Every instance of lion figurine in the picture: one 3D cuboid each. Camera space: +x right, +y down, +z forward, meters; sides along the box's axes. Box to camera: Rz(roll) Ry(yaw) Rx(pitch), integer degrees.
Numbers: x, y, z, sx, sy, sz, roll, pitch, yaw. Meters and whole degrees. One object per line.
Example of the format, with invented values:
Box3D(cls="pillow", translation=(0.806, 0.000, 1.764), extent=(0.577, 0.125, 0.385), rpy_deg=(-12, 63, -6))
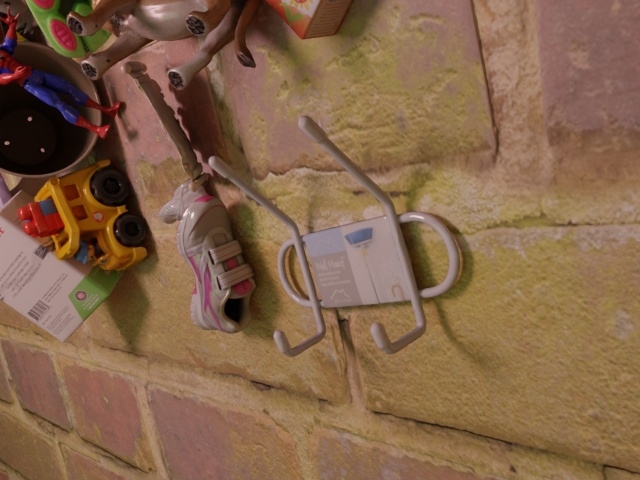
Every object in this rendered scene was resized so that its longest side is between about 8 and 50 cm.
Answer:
Box3D(cls="lion figurine", translation=(-0.200, -0.331, 0.971), extent=(0.391, 0.240, 0.142), rpy_deg=(17, 141, 24))

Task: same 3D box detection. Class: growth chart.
Box3D(cls="growth chart", translation=(-0.244, -0.188, 1.100), extent=(0.237, 0.021, 0.172), rpy_deg=(60, -177, -6))

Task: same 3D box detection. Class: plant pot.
Box3D(cls="plant pot", translation=(-0.598, -0.235, 1.398), extent=(0.274, 0.256, 0.257), rpy_deg=(-9, 100, 64))

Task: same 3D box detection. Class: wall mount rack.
Box3D(cls="wall mount rack", translation=(0.000, 0.000, 0.910), extent=(0.350, 0.130, 0.304), rpy_deg=(-12, 97, 48))

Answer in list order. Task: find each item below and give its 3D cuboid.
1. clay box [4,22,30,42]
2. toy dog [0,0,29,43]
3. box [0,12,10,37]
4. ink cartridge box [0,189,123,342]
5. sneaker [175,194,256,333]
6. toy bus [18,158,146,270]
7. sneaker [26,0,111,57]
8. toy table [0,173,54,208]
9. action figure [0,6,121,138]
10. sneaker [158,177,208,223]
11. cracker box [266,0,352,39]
Box3D(cls="clay box", translation=(-0.691, -0.363, 1.464), extent=(0.053, 0.222, 0.127), rpy_deg=(43, 163, -22))
Box3D(cls="toy dog", translation=(-0.623, -0.450, 1.190), extent=(0.160, 0.334, 0.220), rpy_deg=(15, 127, 22))
Box3D(cls="box", translation=(-0.846, -0.493, 1.561), extent=(0.168, 0.203, 0.167), rpy_deg=(-38, 77, 47))
Box3D(cls="ink cartridge box", translation=(-0.589, 0.057, 1.449), extent=(0.273, 0.115, 0.198), rpy_deg=(40, 118, -17))
Box3D(cls="sneaker", translation=(-0.159, 0.046, 1.136), extent=(0.111, 0.103, 0.253), rpy_deg=(16, 124, 38))
Box3D(cls="toy bus", translation=(-0.478, -0.029, 1.356), extent=(0.149, 0.211, 0.220), rpy_deg=(-25, 89, 48))
Box3D(cls="sneaker", translation=(-0.470, -0.554, 1.186), extent=(0.202, 0.185, 0.483), rpy_deg=(-5, 102, 70))
Box3D(cls="toy table", translation=(-0.682, -0.065, 1.598), extent=(0.252, 0.160, 0.275), rpy_deg=(16, 118, 42))
Box3D(cls="action figure", translation=(-0.494, -0.299, 1.220), extent=(0.139, 0.280, 0.092), rpy_deg=(-38, 33, 54))
Box3D(cls="sneaker", translation=(-0.240, -0.055, 1.206), extent=(0.061, 0.053, 0.152), rpy_deg=(49, 144, -4))
Box3D(cls="cracker box", translation=(-0.002, -0.379, 0.799), extent=(0.156, 0.067, 0.232), rpy_deg=(52, 137, 18))
